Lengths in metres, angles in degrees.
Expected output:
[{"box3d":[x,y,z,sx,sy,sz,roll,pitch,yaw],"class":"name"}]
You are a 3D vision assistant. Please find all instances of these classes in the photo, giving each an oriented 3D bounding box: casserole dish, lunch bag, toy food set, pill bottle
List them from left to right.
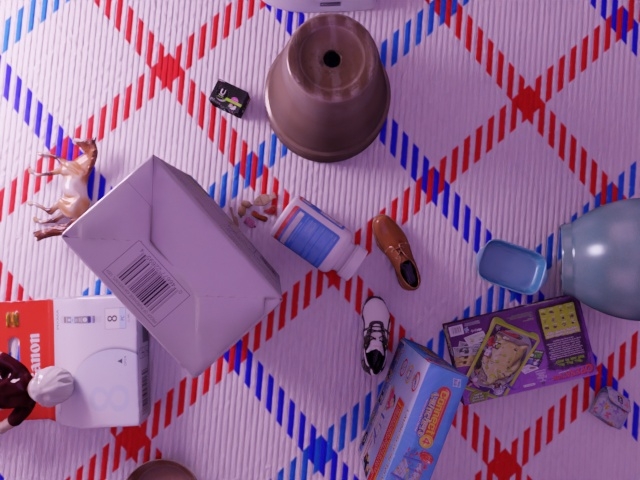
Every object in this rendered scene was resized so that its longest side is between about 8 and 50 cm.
[{"box3d":[-0.165,-0.072,1.236,0.122,0.019,0.078,-15,89,-10],"class":"toy food set"},{"box3d":[0.000,0.000,1.183,0.221,0.124,0.124,36,88,1],"class":"pill bottle"},{"box3d":[0.483,0.068,1.235,0.188,0.037,0.114,19,87,-1],"class":"casserole dish"},{"box3d":[0.734,0.419,1.221,0.071,0.053,0.083,35,78,-1],"class":"lunch bag"}]

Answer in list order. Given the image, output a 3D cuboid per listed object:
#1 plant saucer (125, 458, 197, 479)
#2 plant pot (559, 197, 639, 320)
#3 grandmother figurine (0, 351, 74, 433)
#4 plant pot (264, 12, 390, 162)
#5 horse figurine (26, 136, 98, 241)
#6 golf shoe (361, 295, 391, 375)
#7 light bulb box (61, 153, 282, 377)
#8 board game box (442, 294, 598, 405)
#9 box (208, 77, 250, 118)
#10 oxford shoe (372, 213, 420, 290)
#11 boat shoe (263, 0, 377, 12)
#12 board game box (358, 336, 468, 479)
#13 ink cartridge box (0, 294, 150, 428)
[{"box3d":[-0.388,0.633,1.195,0.198,0.036,0.199,0,88,-1],"class":"plant saucer"},{"box3d":[0.672,0.044,1.140,0.196,0.293,0.293,-1,88,26],"class":"plant pot"},{"box3d":[-0.742,0.347,1.135,0.342,0.104,0.208,-6,110,10],"class":"grandmother figurine"},{"box3d":[0.022,-0.368,1.121,0.323,0.280,0.323,0,87,-2],"class":"plant pot"},{"box3d":[-0.637,-0.125,1.203,0.174,0.066,0.263,2,86,5],"class":"horse figurine"},{"box3d":[0.141,0.236,1.194,0.077,0.094,0.198,-1,86,0],"class":"golf shoe"},{"box3d":[-0.276,0.041,1.032,0.225,0.361,0.358,-41,95,-3],"class":"light bulb box"},{"box3d":[0.501,0.273,1.225,0.347,0.056,0.208,-12,84,-2],"class":"board game box"},{"box3d":[-0.229,-0.358,1.226,0.083,0.052,0.062,25,88,1],"class":"box"},{"box3d":[0.197,0.027,1.212,0.076,0.076,0.212,-28,87,-1],"class":"oxford shoe"},{"box3d":[-0.006,-0.646,1.216,0.301,0.108,0.102,-2,88,-4],"class":"boat shoe"},{"box3d":[0.192,0.396,1.084,0.086,0.302,0.308,22,88,0],"class":"board game box"},{"box3d":[-0.617,0.292,1.176,0.385,0.091,0.308,-3,88,-3],"class":"ink cartridge box"}]
